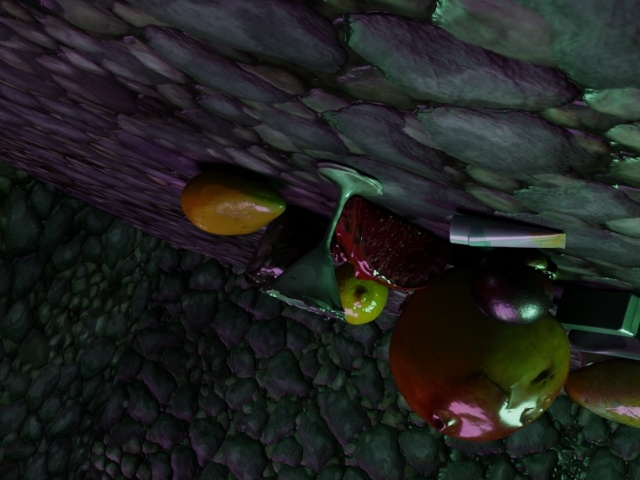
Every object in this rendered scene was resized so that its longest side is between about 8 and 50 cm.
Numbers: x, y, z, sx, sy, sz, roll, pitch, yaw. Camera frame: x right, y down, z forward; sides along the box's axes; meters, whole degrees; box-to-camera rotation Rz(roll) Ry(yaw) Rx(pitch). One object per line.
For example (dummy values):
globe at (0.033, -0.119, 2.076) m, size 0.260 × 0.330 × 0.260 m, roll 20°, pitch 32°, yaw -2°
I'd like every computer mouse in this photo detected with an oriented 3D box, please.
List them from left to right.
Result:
computer mouse at (0.641, 0.185, 1.332) m, size 0.167 × 0.090 × 0.379 m, roll 1°, pitch -179°, yaw -30°

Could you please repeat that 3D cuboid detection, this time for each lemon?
lemon at (0.106, 0.149, 2.023) m, size 0.186 × 0.187 × 0.244 m, roll 21°, pitch 176°, yaw -8°

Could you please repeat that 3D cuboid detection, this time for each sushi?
sushi at (-0.065, 0.039, 1.669) m, size 0.181 × 0.197 × 0.343 m, roll 22°, pitch 166°, yaw -13°

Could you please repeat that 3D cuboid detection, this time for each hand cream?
hand cream at (0.292, -0.010, 1.088) m, size 0.174 × 0.047 × 0.076 m, roll 7°, pitch 166°, yaw 20°

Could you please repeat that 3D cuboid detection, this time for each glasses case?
glasses case at (0.529, 0.135, 1.331) m, size 0.039 × 0.078 × 0.184 m, roll 22°, pitch 171°, yaw -18°

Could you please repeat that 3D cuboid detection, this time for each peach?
peach at (0.307, 0.221, 1.378) m, size 0.372 × 0.290 × 0.373 m, roll 9°, pitch -147°, yaw -6°

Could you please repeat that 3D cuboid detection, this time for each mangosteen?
mangosteen at (0.341, 0.072, 1.212) m, size 0.152 × 0.153 × 0.152 m, roll 19°, pitch 172°, yaw 3°

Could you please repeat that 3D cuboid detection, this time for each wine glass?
wine glass at (0.010, 0.001, 1.121) m, size 0.156 × 0.232 × 0.156 m, roll 20°, pitch 171°, yaw 3°

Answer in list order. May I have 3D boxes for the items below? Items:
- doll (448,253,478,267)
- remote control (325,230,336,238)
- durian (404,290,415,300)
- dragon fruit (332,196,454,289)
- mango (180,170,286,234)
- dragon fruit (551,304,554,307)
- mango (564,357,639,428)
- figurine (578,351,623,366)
doll at (0.302, 0.049, 1.483) m, size 0.125 × 0.027 × 0.037 m, roll 27°, pitch 169°, yaw -26°
remote control at (0.000, 0.000, 1.791) m, size 0.072 × 0.042 × 0.222 m, roll 25°, pitch 171°, yaw -25°
durian at (0.252, 0.140, 1.777) m, size 0.102 × 0.147 × 0.208 m, roll -35°, pitch 128°, yaw 27°
dragon fruit at (0.106, 0.020, 1.377) m, size 0.262 × 0.134 × 0.211 m, roll 24°, pitch 174°, yaw -28°
mango at (-0.186, -0.078, 1.460) m, size 0.176 × 0.119 × 0.316 m, roll 35°, pitch 159°, yaw -33°
dragon fruit at (0.418, 0.225, 1.678) m, size 0.250 × 0.251 × 0.315 m, roll 22°, pitch 164°, yaw -18°
mango at (0.632, 0.303, 1.416) m, size 0.192 × 0.146 × 0.316 m, roll 11°, pitch 172°, yaw -35°
figurine at (0.718, 0.265, 1.552) m, size 0.275 × 0.133 × 0.200 m, roll 20°, pitch -172°, yaw 2°
